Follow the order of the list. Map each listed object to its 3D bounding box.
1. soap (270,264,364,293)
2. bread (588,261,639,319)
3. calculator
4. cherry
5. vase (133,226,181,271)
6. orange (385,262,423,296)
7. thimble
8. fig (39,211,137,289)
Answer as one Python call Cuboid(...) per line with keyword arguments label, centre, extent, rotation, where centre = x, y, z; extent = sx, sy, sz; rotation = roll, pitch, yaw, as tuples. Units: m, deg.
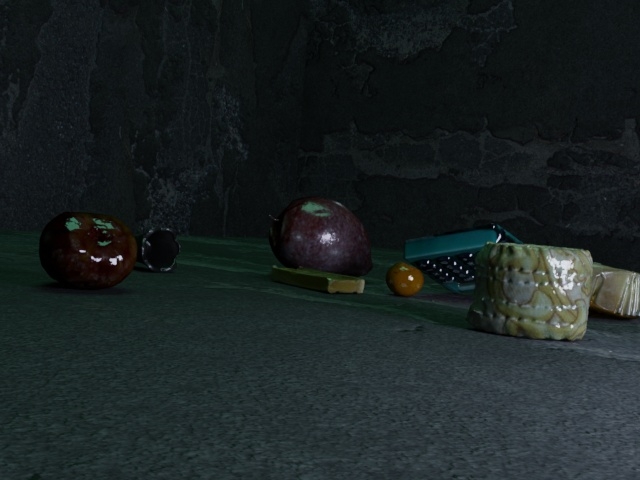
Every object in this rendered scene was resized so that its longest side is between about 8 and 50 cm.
Cuboid(label="soap", centre=(-0.011, 0.086, 1.854), extent=(0.092, 0.037, 0.252), rotation=(1, 4, -33))
Cuboid(label="bread", centre=(0.554, 0.099, 1.702), extent=(0.192, 0.109, 0.210), rotation=(10, 3, 2))
Cuboid(label="calculator", centre=(0.340, 0.049, 1.813), extent=(0.248, 0.058, 0.274), rotation=(-11, -27, 34))
Cuboid(label="cherry", centre=(0.000, 0.000, 2.068), extent=(0.300, 0.203, 0.230), rotation=(25, -18, -13))
Cuboid(label="vase", centre=(-0.448, 0.018, 2.017), extent=(0.115, 0.115, 0.237), rotation=(2, 0, -44))
Cuboid(label="orange", centre=(0.181, 0.086, 1.807), extent=(0.083, 0.070, 0.083), rotation=(20, 4, -1))
Cuboid(label="thimble", centre=(0.332, 0.078, 1.327), extent=(0.191, 0.143, 0.137), rotation=(4, 3, 14))
Cuboid(label="fig", centre=(-0.442, 0.026, 1.548), extent=(0.170, 0.145, 0.274), rotation=(5, -12, -25))
